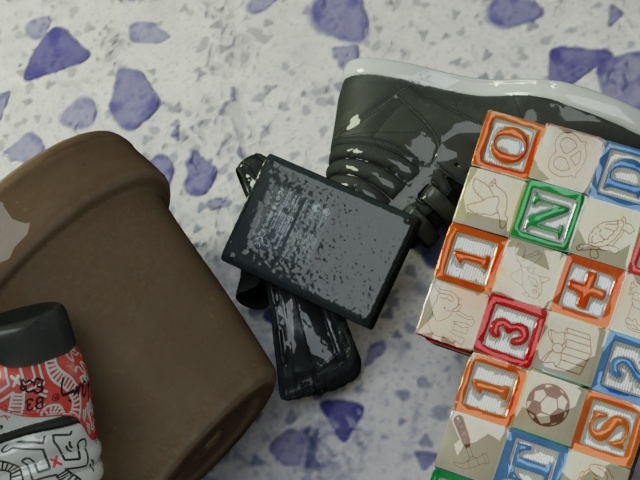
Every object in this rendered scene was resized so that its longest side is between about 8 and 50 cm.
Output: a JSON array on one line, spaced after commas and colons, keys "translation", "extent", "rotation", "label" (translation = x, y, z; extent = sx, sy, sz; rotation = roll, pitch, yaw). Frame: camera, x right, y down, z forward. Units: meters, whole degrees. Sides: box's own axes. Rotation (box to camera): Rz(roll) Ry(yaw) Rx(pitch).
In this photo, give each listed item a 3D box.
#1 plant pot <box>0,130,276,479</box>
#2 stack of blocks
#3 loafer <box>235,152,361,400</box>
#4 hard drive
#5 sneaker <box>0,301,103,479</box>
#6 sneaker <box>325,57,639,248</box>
[{"translation": [-0.166, 0.086, 1.082], "extent": [0.229, 0.263, 0.263], "rotation": [42, 83, 12], "label": "plant pot"}, {"translation": [0.160, 0.075, 0.993], "extent": [0.171, 0.087, 0.297], "rotation": [17, 86, 17], "label": "stack of blocks"}, {"translation": [-0.036, 0.027, 1.144], "extent": [0.078, 0.076, 0.223], "rotation": [-21, 63, -1], "label": "loafer"}, {"translation": [0.000, 0.000, 1.088], "extent": [0.135, 0.022, 0.094], "rotation": [24, 88, 19], "label": "hard drive"}, {"translation": [-0.283, 0.145, 0.950], "extent": [0.270, 0.090, 0.145], "rotation": [-15, 99, 4], "label": "sneaker"}, {"translation": [0.134, -0.053, 1.119], "extent": [0.296, 0.104, 0.147], "rotation": [12, 74, 26], "label": "sneaker"}]
